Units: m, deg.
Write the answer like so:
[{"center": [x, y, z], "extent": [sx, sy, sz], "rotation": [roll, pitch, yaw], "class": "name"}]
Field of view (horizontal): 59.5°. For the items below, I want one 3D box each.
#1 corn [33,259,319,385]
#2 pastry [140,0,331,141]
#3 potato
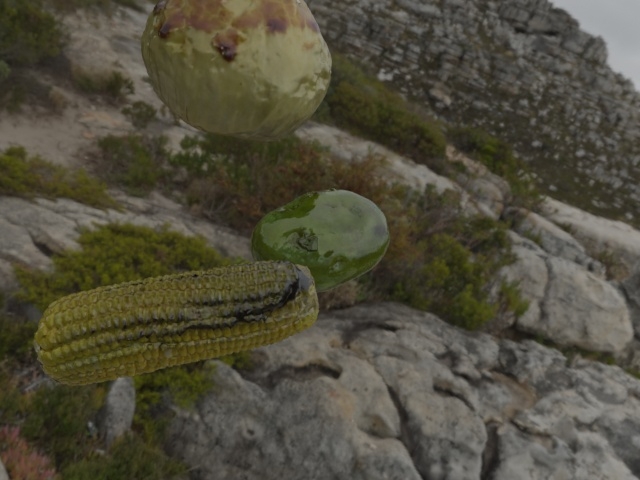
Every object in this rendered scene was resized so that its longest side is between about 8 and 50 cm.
[{"center": [-0.100, 0.056, 0.407], "extent": [0.203, 0.072, 0.072], "rotation": [-10, 27, -8], "class": "corn"}, {"center": [-0.166, -0.387, 1.136], "extent": [0.389, 0.312, 0.388], "rotation": [17, 27, -9], "class": "pastry"}, {"center": [0.000, 0.000, 0.982], "extent": [0.253, 0.148, 0.186], "rotation": [-5, 38, -19], "class": "potato"}]
